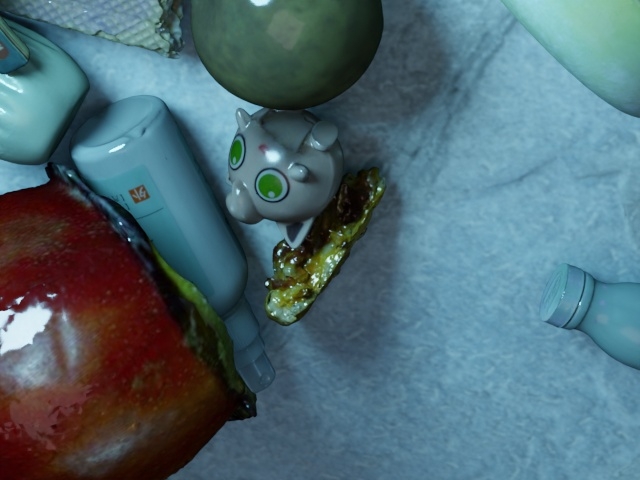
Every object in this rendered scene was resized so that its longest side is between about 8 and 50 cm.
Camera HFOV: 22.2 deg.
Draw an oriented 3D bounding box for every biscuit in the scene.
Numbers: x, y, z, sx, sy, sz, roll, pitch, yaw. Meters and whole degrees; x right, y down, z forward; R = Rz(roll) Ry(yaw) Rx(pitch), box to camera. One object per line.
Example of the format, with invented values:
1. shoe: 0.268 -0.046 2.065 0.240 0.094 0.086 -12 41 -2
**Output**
1. biscuit: -0.236 -0.255 1.562 0.238 0.062 0.108 15 126 -5

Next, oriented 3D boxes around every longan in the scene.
1. longan: -0.043 -0.213 1.516 0.204 0.159 0.185 36 127 -20

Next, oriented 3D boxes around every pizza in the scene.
1. pizza: -0.001 -0.001 1.698 0.069 0.154 0.194 33 100 4

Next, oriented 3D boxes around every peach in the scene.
1. peach: -0.261 0.121 1.627 0.416 0.353 0.339 -23 117 28

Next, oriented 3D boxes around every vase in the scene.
1. vase: -0.354 -0.174 1.592 0.248 0.128 0.128 30 122 -6

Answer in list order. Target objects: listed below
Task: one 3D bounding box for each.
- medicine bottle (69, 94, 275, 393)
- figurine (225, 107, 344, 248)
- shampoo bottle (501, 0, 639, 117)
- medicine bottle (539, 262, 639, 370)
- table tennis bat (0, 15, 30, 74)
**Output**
1. medicine bottle: -0.138 0.018 1.711 0.110 0.110 0.352 -17 122 15
2. figurine: -0.039 -0.075 1.631 0.125 0.125 0.138 22 125 -10
3. shampoo bottle: 0.296 -0.284 1.345 0.322 0.322 0.317 38 113 -20
4. medicine bottle: 0.344 0.092 1.737 0.216 0.090 0.090 21 123 -9
5. table tennis bat: -0.354 -0.262 1.438 0.173 0.022 0.301 -21 129 16
